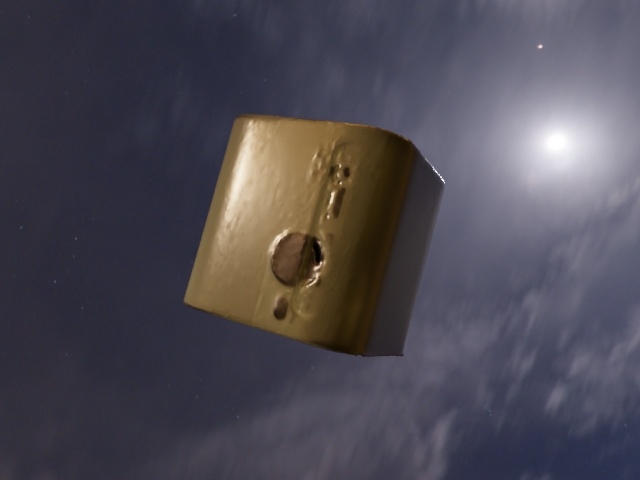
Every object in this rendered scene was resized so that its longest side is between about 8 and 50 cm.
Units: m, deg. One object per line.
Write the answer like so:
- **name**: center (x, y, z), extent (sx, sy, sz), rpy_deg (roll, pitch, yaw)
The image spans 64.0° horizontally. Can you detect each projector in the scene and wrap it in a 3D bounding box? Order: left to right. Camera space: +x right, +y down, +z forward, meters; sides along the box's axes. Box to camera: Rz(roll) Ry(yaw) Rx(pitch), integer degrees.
- **projector**: center (0.000, 0.000, 0.672), extent (0.248, 0.249, 0.248), rpy_deg (23, -99, -61)
